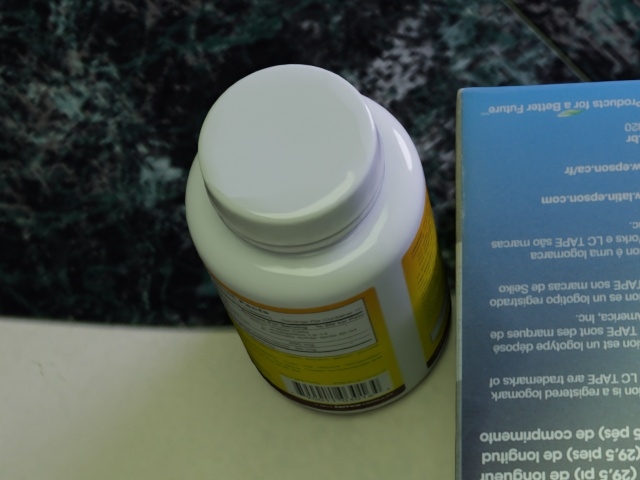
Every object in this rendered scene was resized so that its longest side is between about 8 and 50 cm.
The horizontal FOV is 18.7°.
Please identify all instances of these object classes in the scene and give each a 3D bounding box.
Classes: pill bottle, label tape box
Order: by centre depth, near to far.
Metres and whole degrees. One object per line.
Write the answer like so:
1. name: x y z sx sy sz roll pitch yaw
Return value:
1. label tape box: 0.195 0.091 0.967 0.249 0.115 0.347 -2 68 9
2. pill bottle: 0.000 0.000 0.982 0.117 0.215 0.117 -4 64 7
